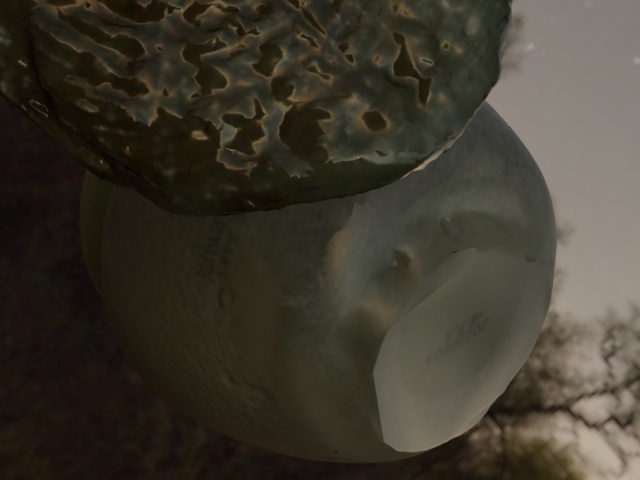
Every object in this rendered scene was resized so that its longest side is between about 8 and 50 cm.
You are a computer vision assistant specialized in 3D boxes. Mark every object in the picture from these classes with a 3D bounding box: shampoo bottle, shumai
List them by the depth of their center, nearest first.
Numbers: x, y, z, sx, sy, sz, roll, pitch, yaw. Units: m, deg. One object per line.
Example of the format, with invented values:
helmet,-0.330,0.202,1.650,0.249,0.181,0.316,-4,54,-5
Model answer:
shumai,-0.042,-0.136,0.864,0.304,0.309,0.263,56,-13,8
shampoo bottle,0.000,0.000,1.179,0.317,0.322,0.322,23,-27,46
